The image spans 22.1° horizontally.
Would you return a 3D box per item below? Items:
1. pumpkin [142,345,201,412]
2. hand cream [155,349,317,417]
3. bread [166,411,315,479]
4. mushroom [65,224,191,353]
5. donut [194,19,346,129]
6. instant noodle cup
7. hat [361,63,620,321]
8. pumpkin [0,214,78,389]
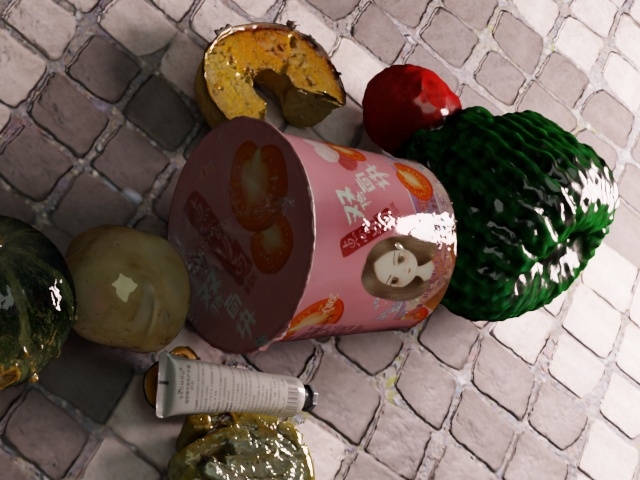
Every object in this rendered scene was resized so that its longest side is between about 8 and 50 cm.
[{"bbox_3d":[-0.154,0.142,1.656,0.083,0.028,0.050,-39,102,-39],"label":"pumpkin"},{"bbox_3d":[-0.087,0.154,1.674,0.194,0.042,0.067,10,84,-37],"label":"hand cream"},{"bbox_3d":[-0.079,0.231,1.630,0.156,0.064,0.117,6,59,-33],"label":"bread"},{"bbox_3d":[-0.197,0.048,1.628,0.148,0.112,0.148,19,52,-26],"label":"mushroom"},{"bbox_3d":[-0.070,-0.180,1.882,0.181,0.078,0.146,-27,79,-35],"label":"donut"},{"bbox_3d":[0.000,0.000,1.720,0.231,0.243,0.243,3,62,-40],"label":"instant noodle cup"},{"bbox_3d":[0.162,-0.069,1.907,0.332,0.242,0.274,41,20,24],"label":"hat"},{"bbox_3d":[-0.321,0.055,1.513,0.190,0.146,0.190,1,39,-1],"label":"pumpkin"}]
